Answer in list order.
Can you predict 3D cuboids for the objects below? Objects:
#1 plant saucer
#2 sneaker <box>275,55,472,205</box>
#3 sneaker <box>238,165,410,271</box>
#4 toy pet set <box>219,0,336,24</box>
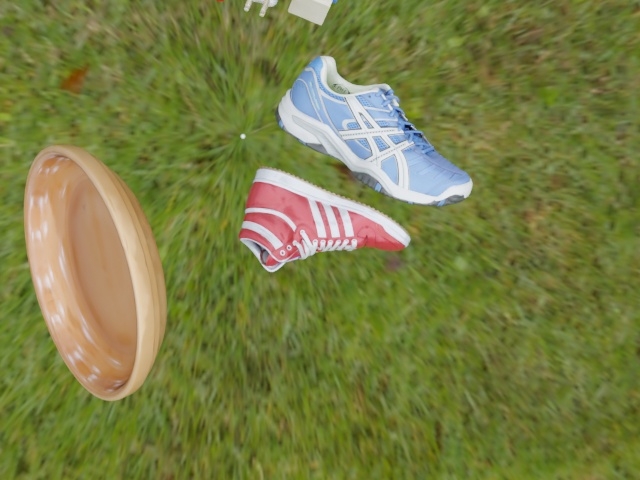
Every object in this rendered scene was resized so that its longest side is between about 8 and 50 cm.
[{"bbox_3d":[-0.170,0.022,1.332,0.037,0.200,0.200,-14,94,-29],"label":"plant saucer"},{"bbox_3d":[0.058,-0.104,1.711,0.211,0.080,0.081,30,114,7],"label":"sneaker"},{"bbox_3d":[0.000,0.000,1.219,0.118,0.042,0.067,22,73,-4],"label":"sneaker"},{"bbox_3d":[-0.031,-0.253,1.575,0.114,0.122,0.065,22,67,-4],"label":"toy pet set"}]
